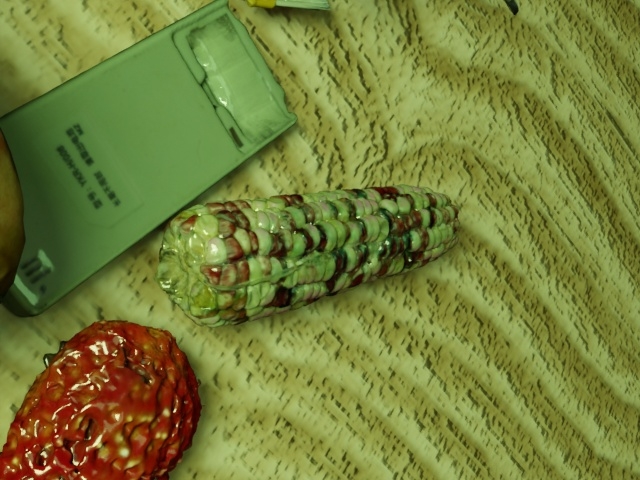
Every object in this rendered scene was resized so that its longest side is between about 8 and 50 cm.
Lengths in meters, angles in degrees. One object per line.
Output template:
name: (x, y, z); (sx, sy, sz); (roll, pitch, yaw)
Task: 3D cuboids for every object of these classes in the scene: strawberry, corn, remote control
strawberry: (-0.137, 0.141, 0.529); (0.121, 0.082, 0.188); (37, 60, -29)
corn: (0.000, 0.000, 0.651); (0.280, 0.092, 0.092); (-13, 90, -40)
remote control: (-0.134, -0.072, 0.597); (0.285, 0.038, 0.123); (-44, 109, -36)

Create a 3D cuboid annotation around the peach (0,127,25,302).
peach: (-0.248, -0.045, 0.394); (0.235, 0.214, 0.214); (50, 57, -7)

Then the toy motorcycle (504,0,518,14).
toy motorcycle: (0.012, -0.319, 0.642); (0.134, 0.207, 0.401); (-38, 107, -12)

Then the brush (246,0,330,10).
brush: (-0.120, -0.226, 0.629); (0.272, 0.013, 0.103); (-4, 65, -33)
